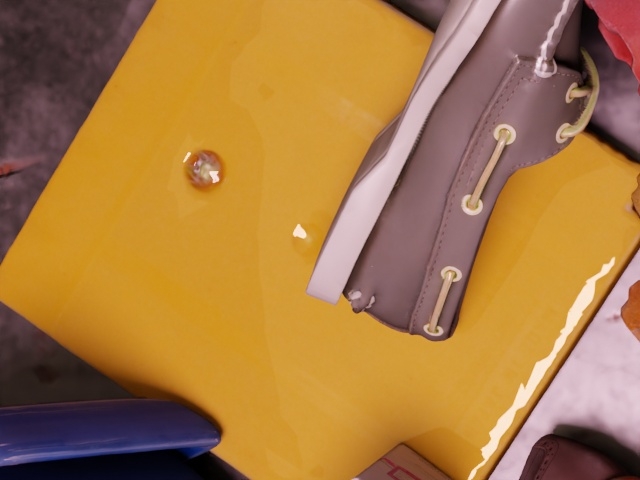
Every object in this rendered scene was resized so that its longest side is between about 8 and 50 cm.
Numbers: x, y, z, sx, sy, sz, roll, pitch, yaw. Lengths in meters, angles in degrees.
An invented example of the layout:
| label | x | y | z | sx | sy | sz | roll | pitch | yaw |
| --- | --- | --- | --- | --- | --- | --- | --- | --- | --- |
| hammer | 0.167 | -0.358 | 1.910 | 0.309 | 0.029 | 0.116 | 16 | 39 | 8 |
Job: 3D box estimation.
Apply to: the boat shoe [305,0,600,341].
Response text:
| label | x | y | z | sx | sy | sz | roll | pitch | yaw |
| --- | --- | --- | --- | --- | --- | --- | --- | --- | --- |
| boat shoe | 0.091 | -0.073 | 1.002 | 0.091 | 0.109 | 0.305 | 27 | 123 | -2 |

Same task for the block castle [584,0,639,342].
| label | x | y | z | sx | sy | sz | roll | pitch | yaw |
| --- | --- | --- | --- | --- | --- | --- | --- | --- | --- |
| block castle | 0.279 | 0.071 | 0.835 | 0.213 | 0.303 | 0.453 | -30 | 46 | 8 |

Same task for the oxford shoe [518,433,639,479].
| label | x | y | z | sx | sy | sz | roll | pitch | yaw |
| --- | --- | --- | --- | --- | --- | --- | --- | --- | --- |
| oxford shoe | 0.116 | 0.240 | 1.097 | 0.098 | 0.097 | 0.271 | 39 | 111 | 48 |

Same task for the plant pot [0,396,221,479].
| label | x | y | z | sx | sy | sz | roll | pitch | yaw |
| --- | --- | --- | --- | --- | --- | --- | --- | --- | --- |
| plant pot | -0.166 | 0.215 | 1.078 | 0.236 | 0.236 | 0.212 | -28 | 74 | 31 |

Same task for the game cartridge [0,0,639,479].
| label | x | y | z | sx | sy | sz | roll | pitch | yaw |
| --- | --- | --- | --- | --- | --- | --- | --- | --- | --- |
| game cartridge | 0.000 | 0.000 | 1.140 | 0.323 | 0.052 | 0.285 | 34 | 99 | 11 |

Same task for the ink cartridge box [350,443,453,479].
| label | x | y | z | sx | sy | sz | roll | pitch | yaw |
| --- | --- | --- | --- | --- | --- | --- | --- | --- | --- |
| ink cartridge box | 0.027 | 0.168 | 1.047 | 0.052 | 0.122 | 0.088 | 36 | 101 | 11 |
